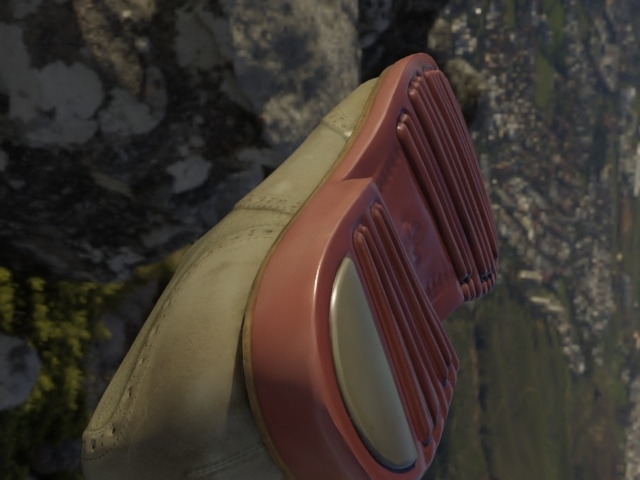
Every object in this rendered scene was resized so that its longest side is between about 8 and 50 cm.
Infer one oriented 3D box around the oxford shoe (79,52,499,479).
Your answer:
[{"bbox_3d":[0.000,0.000,0.500,0.123,0.130,0.348,67,24,-12],"label":"oxford shoe"}]
